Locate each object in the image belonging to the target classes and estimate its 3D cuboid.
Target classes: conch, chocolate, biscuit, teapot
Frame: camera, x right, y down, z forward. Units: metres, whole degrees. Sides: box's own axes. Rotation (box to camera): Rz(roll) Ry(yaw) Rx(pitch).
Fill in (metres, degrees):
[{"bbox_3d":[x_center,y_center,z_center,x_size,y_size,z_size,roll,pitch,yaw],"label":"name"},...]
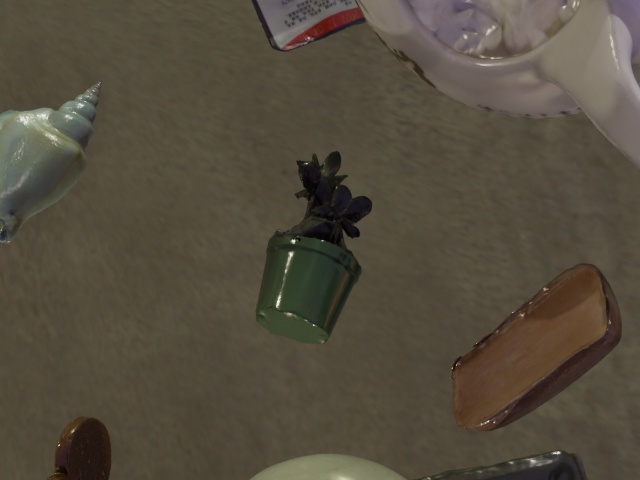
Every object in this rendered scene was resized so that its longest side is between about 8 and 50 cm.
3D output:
[{"bbox_3d":[-0.251,-0.081,1.434,0.088,0.065,0.180,46,63,-29],"label":"conch"},{"bbox_3d":[0.108,0.059,0.772,0.031,0.064,0.100,40,111,-21],"label":"chocolate"},{"bbox_3d":[-0.300,0.293,1.928,0.026,0.175,0.124,2,137,20],"label":"biscuit"},{"bbox_3d":[0.108,-0.148,0.794,0.300,0.166,0.208,47,123,18],"label":"teapot"}]

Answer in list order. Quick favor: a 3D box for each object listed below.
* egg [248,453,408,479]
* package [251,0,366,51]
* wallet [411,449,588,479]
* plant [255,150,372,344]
[{"bbox_3d":[0.013,0.325,1.724,0.253,0.186,0.187,-3,102,11],"label":"egg"},{"bbox_3d":[-0.026,-0.359,1.966,0.166,0.040,0.232,-24,86,-5],"label":"package"},{"bbox_3d":[0.164,0.307,1.322,0.168,0.052,0.245,-11,86,-5],"label":"wallet"},{"bbox_3d":[0.000,0.000,0.821,0.051,0.051,0.102,23,68,-16],"label":"plant"}]
